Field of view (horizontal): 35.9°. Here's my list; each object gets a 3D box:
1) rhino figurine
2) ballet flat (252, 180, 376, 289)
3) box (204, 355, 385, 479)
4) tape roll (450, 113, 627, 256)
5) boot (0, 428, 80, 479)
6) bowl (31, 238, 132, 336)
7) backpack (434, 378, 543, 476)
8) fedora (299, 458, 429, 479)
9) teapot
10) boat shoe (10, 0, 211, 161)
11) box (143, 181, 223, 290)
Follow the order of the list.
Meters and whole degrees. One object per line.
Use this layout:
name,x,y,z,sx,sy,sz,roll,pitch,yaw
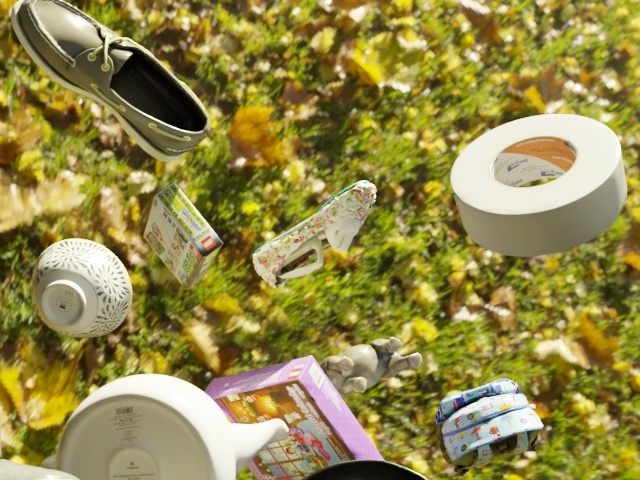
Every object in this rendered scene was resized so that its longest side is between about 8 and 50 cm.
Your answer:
rhino figurine,0.036,0.217,1.596,0.243,0.106,0.073,-17,87,-22
ballet flat,0.000,0.000,1.559,0.091,0.241,0.077,22,39,-57
box,-0.026,0.318,1.511,0.293,0.201,0.057,57,37,-21
tape roll,0.285,-0.076,1.293,0.219,0.219,0.072,-45,132,-29
boot,-0.356,0.206,1.073,0.189,0.076,0.208,8,37,-29
bowl,-0.392,0.089,1.561,0.170,0.170,0.080,40,19,-5
backpack,0.254,0.279,1.498,0.158,0.173,0.117,-19,73,0
fedora,0.041,0.465,1.348,0.334,0.152,0.334,-1,88,18
teapot,-0.222,0.291,1.333,0.256,0.187,0.252,36,99,6
boat shoe,-0.278,-0.232,1.344,0.305,0.091,0.109,41,55,-21
box,-0.206,-0.001,1.454,0.036,0.207,0.114,-38,87,-21
